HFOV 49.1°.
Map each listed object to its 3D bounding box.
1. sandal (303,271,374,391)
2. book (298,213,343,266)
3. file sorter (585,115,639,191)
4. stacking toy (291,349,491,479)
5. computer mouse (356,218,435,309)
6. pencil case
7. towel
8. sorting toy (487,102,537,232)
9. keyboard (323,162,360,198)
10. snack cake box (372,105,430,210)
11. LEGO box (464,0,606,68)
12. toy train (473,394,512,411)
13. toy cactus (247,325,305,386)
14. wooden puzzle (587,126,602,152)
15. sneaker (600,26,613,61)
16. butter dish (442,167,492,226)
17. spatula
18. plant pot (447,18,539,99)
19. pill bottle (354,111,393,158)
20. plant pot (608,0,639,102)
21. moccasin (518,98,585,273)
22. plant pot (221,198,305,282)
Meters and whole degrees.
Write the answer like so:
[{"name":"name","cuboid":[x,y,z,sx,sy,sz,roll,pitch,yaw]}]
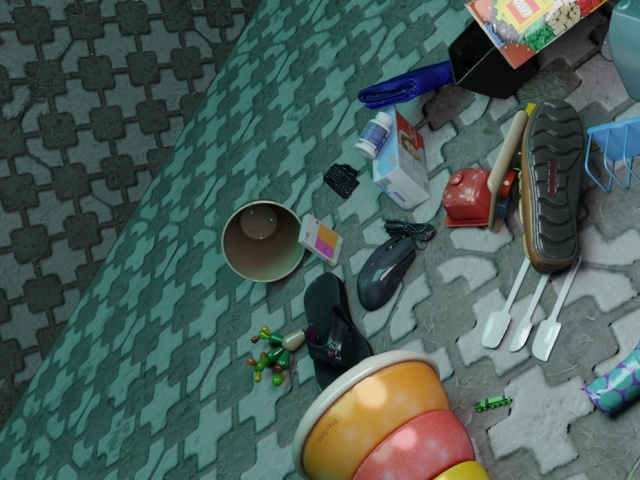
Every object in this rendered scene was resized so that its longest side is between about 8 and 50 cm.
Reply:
[{"name":"sandal","cuboid":[0.015,0.239,1.825,0.167,0.107,0.446,-43,34,15]},{"name":"book","cuboid":[0.000,0.000,2.035,0.035,0.144,0.096,-22,43,39]},{"name":"file sorter","cuboid":[0.647,-0.175,1.430,0.170,0.118,0.104,-10,56,47]},{"name":"stacking toy","cuboid":[0.198,0.470,1.278,0.350,0.350,0.480,-48,51,8]},{"name":"computer mouse","cuboid":[0.169,0.052,1.844,0.188,0.072,0.272,14,70,54]},{"name":"pencil case","cuboid":[0.535,0.237,1.224,0.151,0.064,0.070,-45,49,11]},{"name":"towel","cuboid":[0.286,-0.457,2.057,0.227,0.076,0.308,0,22,47]},{"name":"sorting toy","cuboid":[0.454,-0.190,1.607,0.041,0.229,0.307,19,72,22]},{"name":"keyboard","cuboid":[0.063,-0.210,2.256,0.100,0.038,0.192,-49,34,5]},{"name":"snack cake box","cuboid":[0.223,-0.232,1.973,0.089,0.152,0.264,-31,38,31]},{"name":"LEGO box","cuboid":[0.585,-0.641,1.655,0.372,0.193,0.500,-36,7,33]},{"name":"toy train","cuboid":[0.346,0.326,1.411,0.083,0.023,0.017,-27,40,34]},{"name":"toy cactus","cuboid":[-0.121,0.301,1.958,0.180,0.112,0.219,-36,26,7]},{"name":"wooden puzzle","cuboid":[0.634,-0.229,1.596,0.049,0.006,0.083,-21,44,39]},{"name":"sneaker","cuboid":[0.766,-0.537,1.660,0.163,0.086,0.226,-34,-23,-40]},{"name":"butter dish","cuboid":[0.362,-0.124,1.730,0.160,0.118,0.160,0,60,51]},{"name":"spatula","cuboid":[0.447,0.129,1.478,0.168,0.019,0.242,5,63,54]},{"name":"plant pot","cuboid":[0.474,-0.492,1.876,0.187,0.167,0.188,-44,30,37]},{"name":"pill bottle","cuboid":[0.149,-0.288,1.915,0.120,0.067,0.067,-58,33,-7]},{"name":"plant pot","cuboid":[0.741,-0.423,1.422,0.248,0.252,0.247,-47,34,10]},{"name":"moccasin","cuboid":[0.489,-0.118,1.492,0.147,0.139,0.380,89,-179,-76]},{"name":"plant pot","cuboid":[-0.191,-0.032,2.243,0.256,0.256,0.274,-49,17,6]}]
